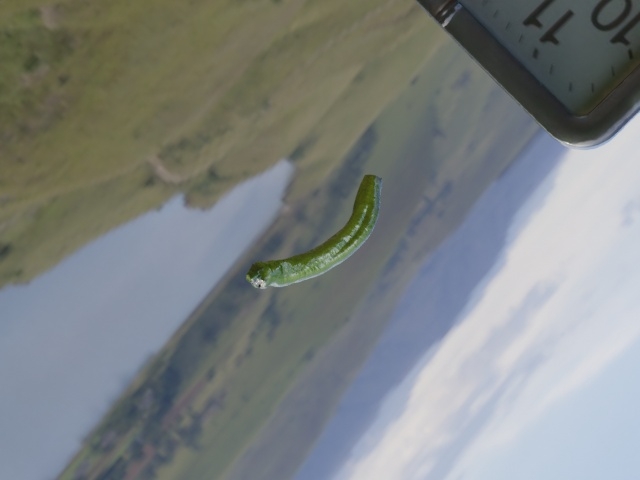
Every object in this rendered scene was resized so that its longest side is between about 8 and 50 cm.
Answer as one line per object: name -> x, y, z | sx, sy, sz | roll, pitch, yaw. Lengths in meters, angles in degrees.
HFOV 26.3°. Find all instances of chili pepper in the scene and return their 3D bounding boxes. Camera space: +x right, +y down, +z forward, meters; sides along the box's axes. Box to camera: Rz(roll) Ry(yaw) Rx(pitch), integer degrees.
chili pepper -> 0.001, 0.000, 0.639 | 0.083, 0.030, 0.017 | -32, -146, -23

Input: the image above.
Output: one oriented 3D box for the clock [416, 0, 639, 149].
clock -> 0.178, -0.241, 0.907 | 0.279, 0.273, 0.049 | -44, 171, 10
